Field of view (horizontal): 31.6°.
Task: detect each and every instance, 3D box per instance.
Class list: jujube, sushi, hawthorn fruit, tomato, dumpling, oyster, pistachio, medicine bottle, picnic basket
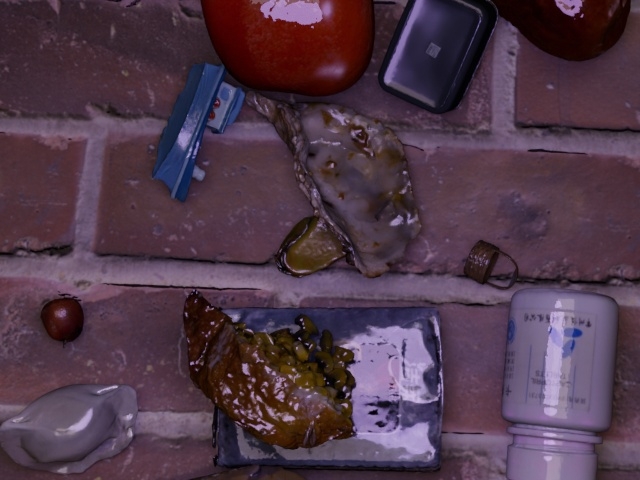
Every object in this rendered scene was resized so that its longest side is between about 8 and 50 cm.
[{"bbox_3d":[0.373,-0.397,1.830,0.255,0.190,0.190,27,84,30],"label":"jujube"},{"bbox_3d":[-0.072,0.195,1.681,0.296,0.167,0.179,34,95,25],"label":"sushi"},{"bbox_3d":[-0.427,0.130,1.881,0.077,0.077,0.077,-1,81,6],"label":"hawthorn fruit"},{"bbox_3d":[-0.050,-0.379,1.801,0.293,0.325,0.290,5,94,-5],"label":"tomato"},{"bbox_3d":[-0.399,0.313,1.830,0.228,0.124,0.151,-17,117,-5],"label":"dumpling"},{"bbox_3d":[0.041,-0.114,1.850,0.204,0.111,0.396,-15,62,-28],"label":"oyster"},{"bbox_3d":[0.000,0.000,1.867,0.172,0.049,0.090,-27,85,-9],"label":"pistachio"},{"bbox_3d":[0.364,0.225,1.732,0.170,0.170,0.293,4,82,7],"label":"medicine bottle"},{"bbox_3d":[0.279,0.043,1.820,0.083,0.072,0.072,26,84,18],"label":"picnic basket"}]

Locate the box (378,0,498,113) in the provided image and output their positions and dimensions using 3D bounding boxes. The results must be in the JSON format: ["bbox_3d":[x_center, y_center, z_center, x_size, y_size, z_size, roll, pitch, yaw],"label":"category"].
[{"bbox_3d":[0.188,-0.315,1.841,0.144,0.090,0.201,27,110,10],"label":"box"}]

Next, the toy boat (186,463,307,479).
[{"bbox_3d":[-0.201,0.463,1.741,0.445,0.136,0.162,-21,123,13],"label":"toy boat"}]

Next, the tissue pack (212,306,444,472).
[{"bbox_3d":[0.016,0.235,1.792,0.361,0.122,0.259,0,78,8],"label":"tissue pack"}]

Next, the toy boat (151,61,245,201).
[{"bbox_3d":[-0.204,-0.179,1.900,0.098,0.109,0.238,25,83,-25],"label":"toy boat"}]
